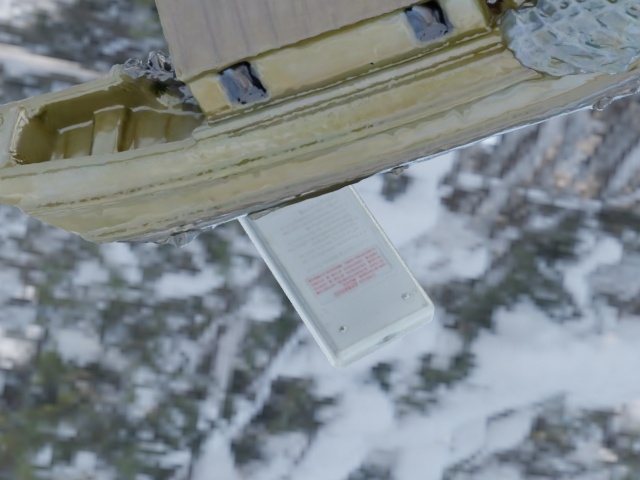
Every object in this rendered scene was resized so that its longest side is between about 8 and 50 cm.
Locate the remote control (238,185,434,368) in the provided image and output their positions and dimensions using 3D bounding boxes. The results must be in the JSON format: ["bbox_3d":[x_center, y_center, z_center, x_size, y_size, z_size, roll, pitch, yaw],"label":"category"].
[{"bbox_3d":[0.000,0.000,1.300,0.190,0.087,0.029,56,-17,23],"label":"remote control"}]

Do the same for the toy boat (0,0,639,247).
[{"bbox_3d":[-0.003,-0.106,1.045,0.136,0.445,0.162,-90,155,-44],"label":"toy boat"}]
